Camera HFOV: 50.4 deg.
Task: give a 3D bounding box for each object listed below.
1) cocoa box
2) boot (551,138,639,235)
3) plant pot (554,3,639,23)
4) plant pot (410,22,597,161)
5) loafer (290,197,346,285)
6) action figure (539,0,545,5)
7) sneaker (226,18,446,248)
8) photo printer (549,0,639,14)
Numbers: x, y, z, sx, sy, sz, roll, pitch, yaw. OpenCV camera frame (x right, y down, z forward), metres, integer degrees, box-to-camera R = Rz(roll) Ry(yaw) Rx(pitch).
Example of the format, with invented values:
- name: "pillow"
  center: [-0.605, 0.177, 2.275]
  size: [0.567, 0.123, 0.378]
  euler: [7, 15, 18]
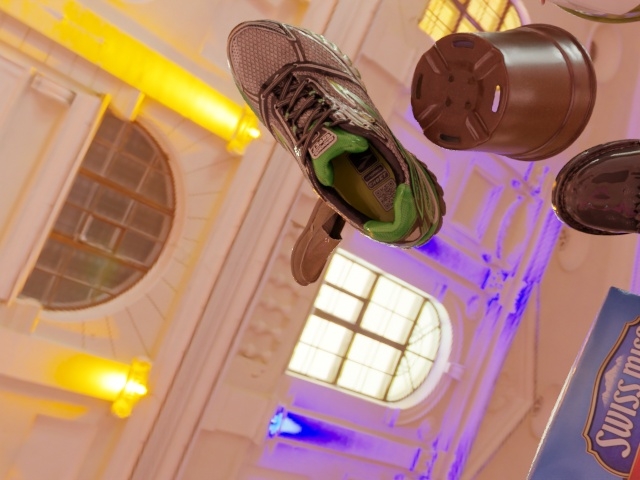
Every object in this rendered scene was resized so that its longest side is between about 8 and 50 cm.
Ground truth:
- name: "cocoa box"
  center: [0.322, 0.261, 0.647]
  size: [0.228, 0.347, 0.231]
  euler: [21, -127, 26]
- name: "boot"
  center: [0.346, -0.026, 0.539]
  size: [0.229, 0.263, 0.091]
  euler: [-102, -168, -77]
- name: "plant pot"
  center: [0.454, -0.522, 0.998]
  size: [0.366, 0.353, 0.367]
  euler: [6, -76, 23]
- name: "plant pot"
  center: [0.200, -0.170, 0.780]
  size: [0.167, 0.165, 0.167]
  euler: [11, -75, 45]
- name: "loafer"
  center: [0.000, 0.000, 1.027]
  size: [0.050, 0.056, 0.148]
  euler: [16, -93, 49]
- name: "action figure"
  center: [0.202, -0.210, 0.391]
  size: [0.280, 0.091, 0.139]
  euler: [-18, -106, 22]
- name: "sneaker"
  center: [0.012, -0.135, 0.785]
  size: [0.134, 0.146, 0.343]
  euler: [-46, -101, 13]
- name: "photo printer"
  center: [0.245, -0.373, 0.591]
  size: [0.307, 0.256, 0.107]
  euler: [-63, -153, 8]
